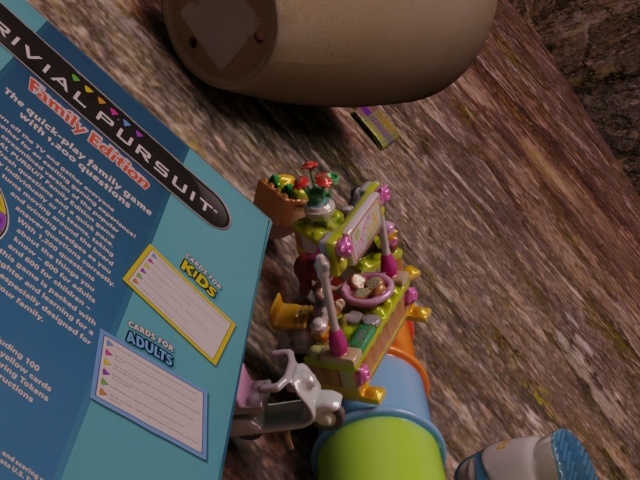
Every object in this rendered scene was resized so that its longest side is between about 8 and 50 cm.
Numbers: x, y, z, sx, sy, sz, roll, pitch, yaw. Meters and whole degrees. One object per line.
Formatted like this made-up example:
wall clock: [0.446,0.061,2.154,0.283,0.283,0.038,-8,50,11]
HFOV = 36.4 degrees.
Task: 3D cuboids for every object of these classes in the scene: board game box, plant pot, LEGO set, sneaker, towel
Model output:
board game box: [-0.152,0.015,0.443,0.254,0.079,0.336,43,24,-19]
plant pot: [-0.007,-0.227,0.912,0.256,0.256,0.274,53,40,6]
LEGO set: [0.000,0.000,0.640,0.287,0.132,0.107,-86,166,-57]
sneaker: [0.146,0.246,0.642,0.087,0.092,0.228,27,52,-47]
towel: [0.067,-0.139,1.166,0.060,0.009,0.083,50,24,-3]

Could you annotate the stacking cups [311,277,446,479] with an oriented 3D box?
stacking cups: [0.028,0.116,0.623,0.096,0.096,0.316,39,22,-26]
